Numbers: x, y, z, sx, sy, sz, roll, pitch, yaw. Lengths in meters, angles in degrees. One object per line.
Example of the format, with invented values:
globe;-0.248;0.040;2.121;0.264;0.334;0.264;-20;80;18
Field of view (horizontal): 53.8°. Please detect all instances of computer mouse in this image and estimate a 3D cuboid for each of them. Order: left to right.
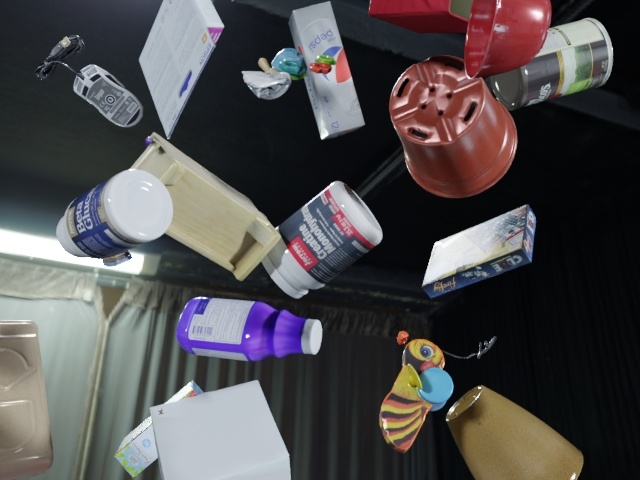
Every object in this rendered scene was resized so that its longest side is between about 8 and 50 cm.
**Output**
computer mouse;-0.417;-0.285;1.172;0.106;0.042;0.193;-45;-63;10

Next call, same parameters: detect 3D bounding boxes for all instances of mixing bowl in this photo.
mixing bowl;0.296;-0.339;0.984;0.098;0.181;0.181;6;-25;0

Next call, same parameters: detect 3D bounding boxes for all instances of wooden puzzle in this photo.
wooden puzzle;-0.757;0.347;1.348;0.322;0.348;0.080;7;-29;-46

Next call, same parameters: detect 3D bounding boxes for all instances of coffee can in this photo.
coffee can;0.655;-0.506;1.812;0.275;0.202;0.201;-16;-24;-7

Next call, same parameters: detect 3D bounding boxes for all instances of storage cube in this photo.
storage cube;0.232;-0.517;1.236;0.193;0.184;0.215;16;14;42

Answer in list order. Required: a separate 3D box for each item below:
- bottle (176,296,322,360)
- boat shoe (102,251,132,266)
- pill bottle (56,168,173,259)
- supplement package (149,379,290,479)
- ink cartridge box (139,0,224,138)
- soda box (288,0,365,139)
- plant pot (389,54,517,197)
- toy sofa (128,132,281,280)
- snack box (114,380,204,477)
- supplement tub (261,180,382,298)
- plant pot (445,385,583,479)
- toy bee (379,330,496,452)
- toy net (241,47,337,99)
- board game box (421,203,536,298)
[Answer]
bottle;-0.139;0.178;1.248;0.282;0.118;0.092;2;-37;18
boat shoe;-0.508;0.015;1.524;0.066;0.066;0.183;-25;23;-27
pill bottle;-0.281;-0.027;0.841;0.169;0.094;0.094;-18;-31;41
supplement package;-0.169;0.426;1.102;0.199;0.198;0.263;-11;-60;-17
ink cartridge box;-0.370;-0.496;1.695;0.071;0.330;0.324;-1;-36;-40
soda box;0.012;-0.382;1.438;0.091;0.286;0.098;-17;5;-8
plant pot;0.284;-0.261;1.411;0.272;0.272;0.265;-9;-16;21
toy sofa;-0.276;-0.070;1.421;0.150;0.177;0.362;-49;-45;5
snack box;-0.346;0.413;1.406;0.207;0.070;0.174;-39;2;-12
supplement tub;0.000;0.000;1.581;0.272;0.191;0.191;-38;-37;12
plant pot;0.419;0.465;1.448;0.237;0.254;0.237;-41;-6;-6
toy bee;0.200;0.276;1.301;0.162;0.298;0.195;38;-40;19
toy net;-0.056;-0.280;1.086;0.122;0.232;0.045;17;-56;10
board game box;0.348;0.025;1.386;0.243;0.165;0.042;-26;-67;36
